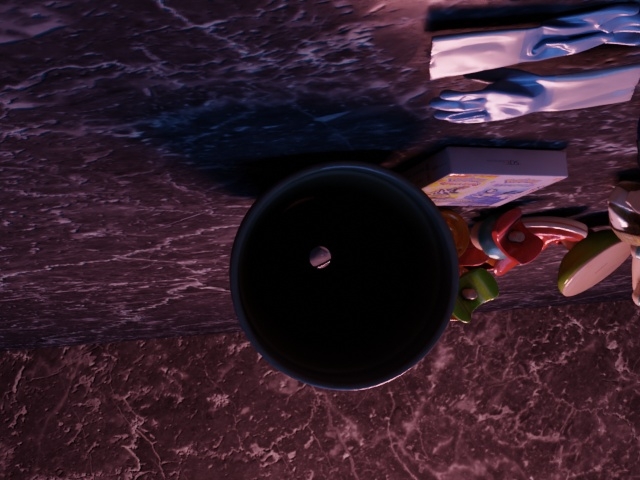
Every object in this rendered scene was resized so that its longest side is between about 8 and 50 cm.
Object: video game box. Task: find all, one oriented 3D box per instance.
[{"bbox_3d":[0.232,-0.093,1.580,0.205,0.048,0.187,-1,166,-24],"label":"video game box"}]

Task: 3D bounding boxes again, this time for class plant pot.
[{"bbox_3d":[0.019,0.039,1.590,0.323,0.323,0.280,-4,-175,-7],"label":"plant pot"}]

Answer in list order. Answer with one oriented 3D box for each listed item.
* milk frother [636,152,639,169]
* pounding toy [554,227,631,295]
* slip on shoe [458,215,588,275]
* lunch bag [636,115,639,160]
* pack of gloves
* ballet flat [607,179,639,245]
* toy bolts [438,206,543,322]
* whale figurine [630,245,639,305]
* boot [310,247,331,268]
[{"bbox_3d":[0.514,-0.111,1.511,0.135,0.129,0.143,44,174,-30],"label":"milk frother"},{"bbox_3d":[0.558,0.000,2.152,0.237,0.110,0.183,-34,156,-2],"label":"pounding toy"},{"bbox_3d":[0.363,0.018,2.077,0.331,0.101,0.123,-12,166,24],"label":"slip on shoe"},{"bbox_3d":[0.513,-0.095,1.354,0.219,0.176,0.090,-1,168,-24],"label":"lunch bag"},{"bbox_3d":[0.225,-0.193,1.110,0.232,0.046,0.195,-9,158,1],"label":"pack of gloves"},{"bbox_3d":[0.534,-0.051,1.720,0.123,0.123,0.348,-4,-173,-8],"label":"ballet flat"},{"bbox_3d":[0.264,0.012,1.941,0.228,0.218,0.158,-36,-168,-15],"label":"toy bolts"},{"bbox_3d":[0.688,0.040,2.059,0.141,0.216,0.272,25,171,35],"label":"whale figurine"},{"bbox_3d":[-0.002,-0.002,1.866,0.189,0.076,0.208,-23,172,13],"label":"boot"}]
